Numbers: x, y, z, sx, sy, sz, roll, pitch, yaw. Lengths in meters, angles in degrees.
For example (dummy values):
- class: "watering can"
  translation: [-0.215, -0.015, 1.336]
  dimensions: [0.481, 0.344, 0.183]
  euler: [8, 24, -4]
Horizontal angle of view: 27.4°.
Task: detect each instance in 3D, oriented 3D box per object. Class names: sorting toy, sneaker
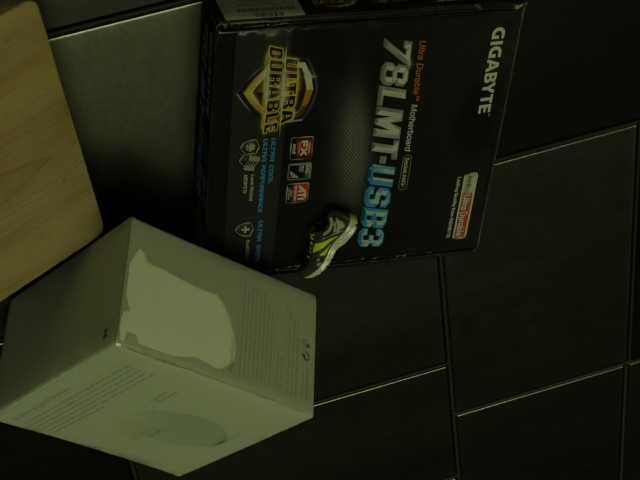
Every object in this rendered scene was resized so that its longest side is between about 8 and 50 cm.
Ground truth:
- class: "sorting toy"
  translation: [-0.335, -0.052, 1.099]
  dimensions: [0.257, 0.089, 0.255]
  euler: [-36, 139, -27]
- class: "sneaker"
  translation: [0.000, 0.000, 1.270]
  dimensions: [0.035, 0.031, 0.083]
  euler: [30, 111, -22]

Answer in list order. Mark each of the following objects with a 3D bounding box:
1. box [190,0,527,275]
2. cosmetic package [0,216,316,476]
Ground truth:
- class: "box"
  translation: [0.029, -0.104, 1.256]
  dimensions: [0.293, 0.073, 0.296]
  euler: [-5, 130, -15]
- class: "cosmetic package"
  translation: [-0.160, 0.111, 1.268]
  dimensions: [0.224, 0.138, 0.224]
  euler: [24, 143, -34]
